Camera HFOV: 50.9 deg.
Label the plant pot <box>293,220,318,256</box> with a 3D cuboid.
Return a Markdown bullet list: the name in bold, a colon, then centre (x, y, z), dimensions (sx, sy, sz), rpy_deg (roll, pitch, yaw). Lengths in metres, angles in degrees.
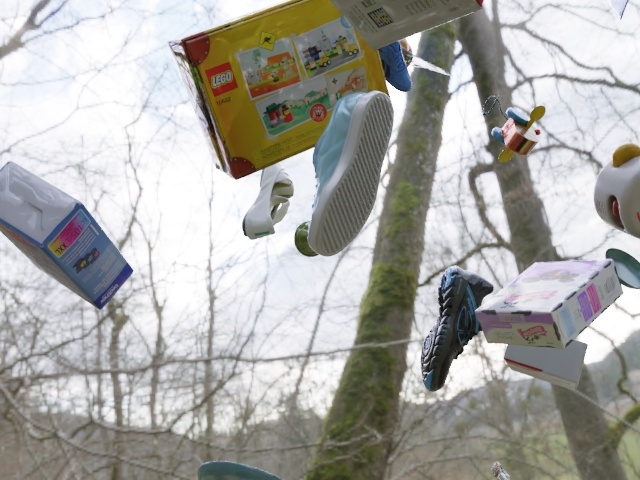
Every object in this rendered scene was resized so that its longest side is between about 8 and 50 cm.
- **plant pot**: centre (-0.008, -0.005, 1.506), dimensions (0.083, 0.084, 0.079), rpy_deg (0, -3, -23)

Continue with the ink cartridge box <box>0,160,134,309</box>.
- **ink cartridge box**: centre (-0.661, 0.011, 1.728), dimensions (0.269, 0.151, 0.395), rpy_deg (27, -22, 23)

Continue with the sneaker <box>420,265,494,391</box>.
- **sneaker**: centre (0.367, 0.247, 1.799), dimensions (0.139, 0.341, 0.125), rpy_deg (17, -1, -12)

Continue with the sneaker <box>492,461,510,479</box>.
- **sneaker**: centre (0.481, 0.623, 1.781), dimensions (0.036, 0.083, 0.032), rpy_deg (27, -70, -13)

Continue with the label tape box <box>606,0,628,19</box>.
- **label tape box**: centre (0.734, -0.654, 1.437), dimensions (0.105, 0.241, 0.334), rpy_deg (13, -58, 8)

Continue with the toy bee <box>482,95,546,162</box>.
- **toy bee**: centre (0.616, -0.342, 2.048), dimensions (0.162, 0.298, 0.195), rpy_deg (23, -39, -16)

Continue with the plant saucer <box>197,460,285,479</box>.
- **plant saucer**: centre (-0.172, 0.658, 1.710), dimensions (0.317, 0.044, 0.318), rpy_deg (13, -40, 11)

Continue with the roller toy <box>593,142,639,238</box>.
- **roller toy**: centre (0.735, -0.107, 1.543), dimensions (0.209, 0.191, 0.146), rpy_deg (21, 11, -19)

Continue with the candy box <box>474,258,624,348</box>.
- **candy box**: centre (0.397, 0.107, 1.171), dimensions (0.196, 0.070, 0.164), rpy_deg (-30, 13, -32)

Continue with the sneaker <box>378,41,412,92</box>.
- **sneaker**: centre (0.207, -0.525, 1.930), dimensions (0.069, 0.209, 0.082), rpy_deg (-32, 3, -27)

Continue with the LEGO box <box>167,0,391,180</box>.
- **LEGO box**: centre (-0.095, -0.435, 1.798), dimensions (0.499, 0.373, 0.193), rpy_deg (-25, 23, -16)

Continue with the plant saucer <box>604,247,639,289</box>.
- **plant saucer**: centre (0.683, 0.068, 1.506), dimensions (0.119, 0.119, 0.021), rpy_deg (3, -42, -29)

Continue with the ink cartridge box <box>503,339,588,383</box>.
- **ink cartridge box**: centre (0.634, 0.329, 1.889), dimensions (0.196, 0.114, 0.273), rpy_deg (16, -11, 23)

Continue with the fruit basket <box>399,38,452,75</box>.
- **fruit basket**: centre (0.214, -0.619, 2.225), dimensions (0.353, 0.166, 0.327), rpy_deg (19, 9, -41)

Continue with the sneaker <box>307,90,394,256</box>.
- **sneaker**: centre (0.041, -0.145, 1.454), dimensions (0.135, 0.366, 0.150), rpy_deg (27, -8, -40)

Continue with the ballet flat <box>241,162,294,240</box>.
- **ballet flat**: centre (-0.159, -0.149, 2.351), dimensions (0.139, 0.400, 0.139), rpy_deg (8, -45, 8)

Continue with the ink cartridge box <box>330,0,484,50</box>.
- **ink cartridge box**: centre (0.186, -0.464, 0.979), dimensions (0.271, 0.310, 0.130), rpy_deg (-6, -37, 47)
